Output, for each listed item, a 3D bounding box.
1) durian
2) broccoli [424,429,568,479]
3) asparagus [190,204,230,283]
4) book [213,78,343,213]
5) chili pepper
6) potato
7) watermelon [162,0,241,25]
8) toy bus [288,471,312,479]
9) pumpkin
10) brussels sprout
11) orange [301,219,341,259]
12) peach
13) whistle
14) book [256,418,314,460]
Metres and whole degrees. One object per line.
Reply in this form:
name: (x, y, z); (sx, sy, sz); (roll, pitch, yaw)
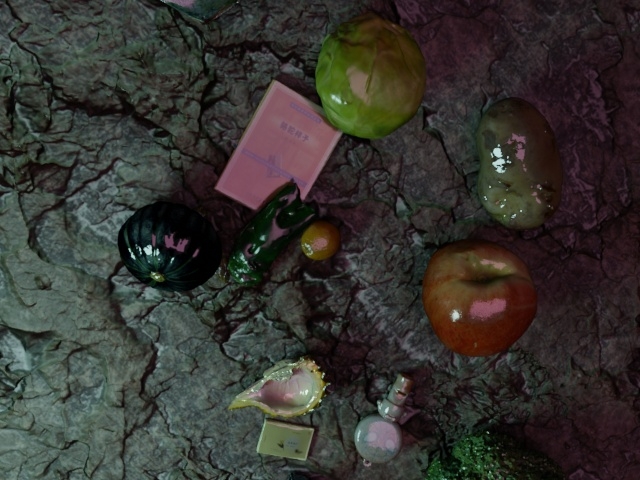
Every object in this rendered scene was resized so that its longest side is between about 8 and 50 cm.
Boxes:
durian: (-0.087, 0.301, 1.286); (0.224, 0.078, 0.140); (-17, 117, 6)
broccoli: (0.391, 0.583, 1.310); (0.413, 0.310, 0.321); (-33, 116, -36)
asparagus: (-0.213, 0.011, 1.222); (0.036, 0.030, 0.165); (-26, 104, -28)
book: (-0.077, -0.164, 1.209); (0.170, 0.018, 0.241); (28, 97, -14)
chili pepper: (-0.098, -0.011, 1.206); (0.098, 0.061, 0.224); (37, 104, -9)
potato: (0.389, -0.150, 1.219); (0.165, 0.165, 0.262); (-10, 107, -7)
watermelon: (-0.167, -0.431, 1.036); (0.148, 0.318, 0.226); (30, 137, -18)
toy bus: (-0.048, 0.576, 1.357); (0.075, 0.060, 0.123); (12, 102, -16)
pumpkin: (-0.274, 0.016, 1.142); (0.194, 0.194, 0.150); (43, 66, -15)
brussels sprout: (0.092, -0.296, 1.132); (0.223, 0.161, 0.223); (0, 102, -1)
orange: (0.000, 0.000, 1.228); (0.085, 0.085, 0.085); (-2, 103, -8)
peach: (0.313, 0.120, 1.241); (0.232, 0.256, 0.232); (-2, 60, 3)
whistle: (0.143, 0.390, 1.350); (0.107, 0.057, 0.220); (23, 93, 1)
book: (-0.075, 0.431, 1.343); (0.111, 0.014, 0.077); (13, 100, -11)
